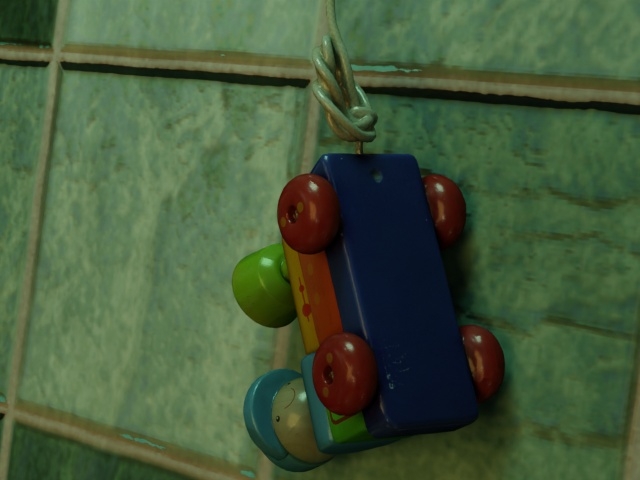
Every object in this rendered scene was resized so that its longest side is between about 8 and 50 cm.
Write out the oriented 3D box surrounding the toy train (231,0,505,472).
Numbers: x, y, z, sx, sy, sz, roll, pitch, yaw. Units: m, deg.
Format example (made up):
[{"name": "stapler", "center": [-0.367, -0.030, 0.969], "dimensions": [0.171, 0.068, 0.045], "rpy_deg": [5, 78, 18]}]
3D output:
[{"name": "toy train", "center": [0.000, 0.000, 0.935], "dimensions": [0.143, 0.105, 0.248], "rpy_deg": [-34, 64, 50]}]
